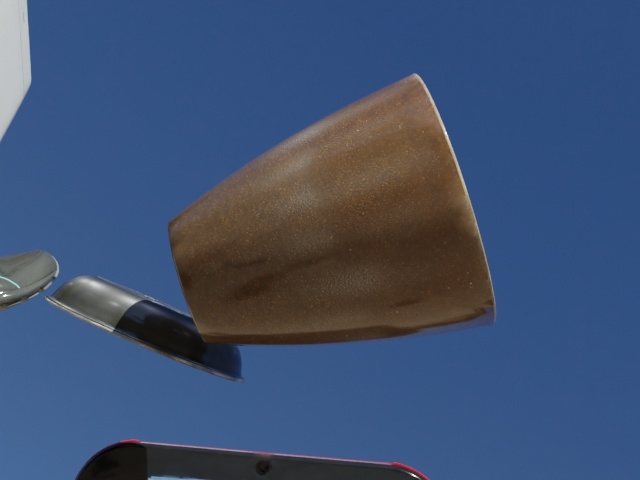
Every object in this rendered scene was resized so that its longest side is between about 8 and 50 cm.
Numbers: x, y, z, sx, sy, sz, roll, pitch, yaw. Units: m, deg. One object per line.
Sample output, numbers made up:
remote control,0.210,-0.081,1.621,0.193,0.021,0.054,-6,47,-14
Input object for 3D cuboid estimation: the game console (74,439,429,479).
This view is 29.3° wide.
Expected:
game console,-0.071,0.383,1.224,0.386,0.342,0.060,4,-11,4

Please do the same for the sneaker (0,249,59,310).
sneaker,-0.386,0.040,1.248,0.101,0.267,0.106,-17,-87,45

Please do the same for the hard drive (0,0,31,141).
hard drive,-0.396,-0.171,1.357,0.047,0.353,0.233,9,-50,1

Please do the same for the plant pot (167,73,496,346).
plant pot,0.000,0.000,1.006,0.230,0.215,0.215,-17,-57,0

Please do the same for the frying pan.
frying pan,-0.151,0.087,1.185,0.197,0.053,0.326,23,-3,6
